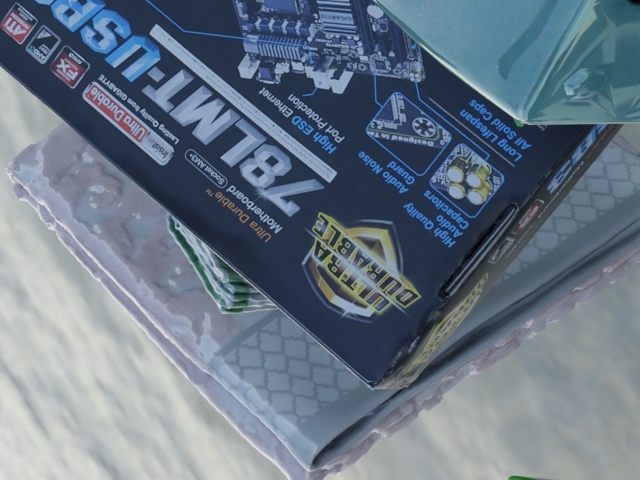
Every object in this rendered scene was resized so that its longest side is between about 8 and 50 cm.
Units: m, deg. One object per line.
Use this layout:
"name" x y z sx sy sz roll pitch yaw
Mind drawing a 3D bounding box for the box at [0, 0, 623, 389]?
"box" 0.015 -0.133 0.819 0.295 0.293 0.073 40 -171 16

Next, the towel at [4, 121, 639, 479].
"towel" 0.017 -0.037 1.121 0.317 0.332 0.053 44 155 29

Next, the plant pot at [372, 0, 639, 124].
"plant pot" 0.080 -0.155 0.522 0.166 0.165 0.234 114 144 -44

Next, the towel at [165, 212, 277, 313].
"towel" 0.000 0.000 0.979 0.113 0.152 0.023 -128 37 -55

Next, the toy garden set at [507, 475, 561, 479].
"toy garden set" 0.177 0.132 0.614 0.244 0.049 0.204 10 175 26
